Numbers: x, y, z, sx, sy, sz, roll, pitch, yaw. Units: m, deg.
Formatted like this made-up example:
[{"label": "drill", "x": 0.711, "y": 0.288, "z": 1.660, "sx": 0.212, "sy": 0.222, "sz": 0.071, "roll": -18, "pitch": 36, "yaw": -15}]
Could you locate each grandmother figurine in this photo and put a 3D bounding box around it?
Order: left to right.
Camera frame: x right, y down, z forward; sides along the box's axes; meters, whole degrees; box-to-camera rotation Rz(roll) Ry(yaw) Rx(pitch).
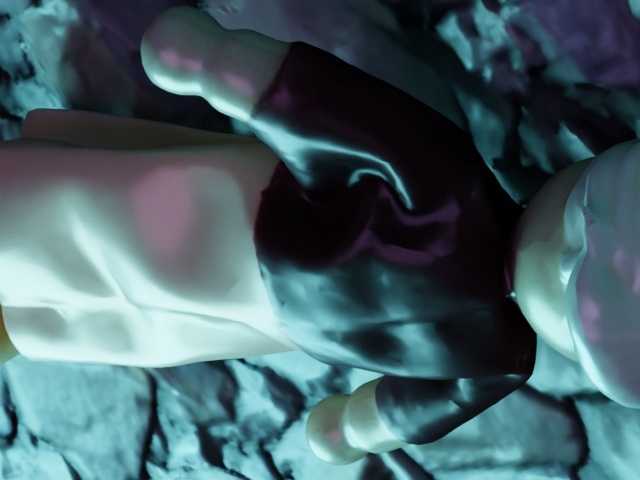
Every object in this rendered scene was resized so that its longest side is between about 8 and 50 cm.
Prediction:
[{"label": "grandmother figurine", "x": 0.000, "y": 0.000, "z": 0.592, "sx": 0.342, "sy": 0.104, "sz": 0.208, "roll": 4, "pitch": 147, "yaw": 30}]
